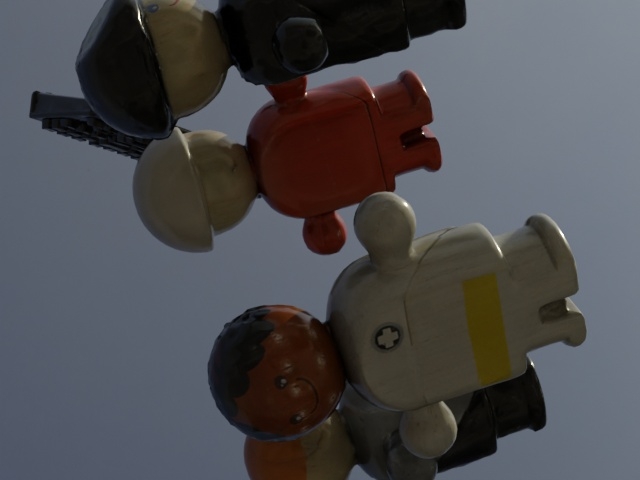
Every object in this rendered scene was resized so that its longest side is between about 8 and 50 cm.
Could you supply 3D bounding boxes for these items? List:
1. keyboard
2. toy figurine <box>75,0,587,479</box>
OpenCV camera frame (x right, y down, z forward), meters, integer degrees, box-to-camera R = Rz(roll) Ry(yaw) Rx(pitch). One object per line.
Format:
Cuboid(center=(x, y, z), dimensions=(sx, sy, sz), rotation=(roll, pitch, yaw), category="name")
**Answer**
Cuboid(center=(-0.078, -0.049, 0.862), dimensions=(0.180, 0.108, 0.023), rotation=(18, -93, -38), category="keyboard")
Cuboid(center=(0.000, 0.000, 0.615), dimensions=(0.148, 0.213, 0.209), rotation=(-17, -107, -6), category="toy figurine")
